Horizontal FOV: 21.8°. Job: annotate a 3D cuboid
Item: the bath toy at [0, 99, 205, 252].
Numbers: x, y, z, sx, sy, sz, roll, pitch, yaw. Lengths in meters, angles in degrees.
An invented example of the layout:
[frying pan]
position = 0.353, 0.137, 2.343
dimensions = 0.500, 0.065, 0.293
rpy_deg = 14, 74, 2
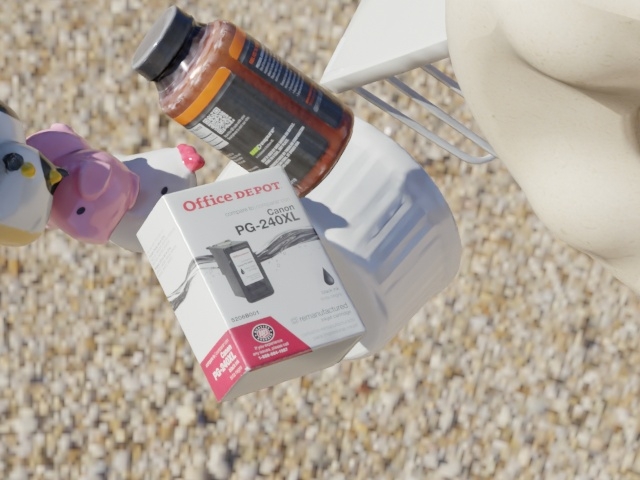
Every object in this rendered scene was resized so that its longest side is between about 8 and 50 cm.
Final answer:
[bath toy]
position = -0.230, -0.057, 1.484
dimensions = 0.348, 0.129, 0.151
rpy_deg = 13, 52, -53

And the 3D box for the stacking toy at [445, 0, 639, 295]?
[stacking toy]
position = 0.326, -0.181, 0.854
dimensions = 0.350, 0.351, 0.480
rpy_deg = 32, 73, 25

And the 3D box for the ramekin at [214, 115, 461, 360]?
[ramekin]
position = 0.000, 0.000, 1.777
dimensions = 0.277, 0.277, 0.135
rpy_deg = 27, 57, 20

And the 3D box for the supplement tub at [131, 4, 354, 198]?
[supplement tub]
position = -0.072, -0.130, 1.508
dimensions = 0.198, 0.106, 0.106
rpy_deg = 35, 38, -18

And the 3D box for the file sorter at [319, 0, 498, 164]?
[file sorter]
position = 0.160, -0.175, 1.254
dimensions = 0.173, 0.277, 0.193
rpy_deg = 32, 76, -19

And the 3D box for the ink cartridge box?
[ink cartridge box]
position = -0.052, 0.029, 1.227
dimensions = 0.109, 0.063, 0.150
rpy_deg = -16, 69, -32
